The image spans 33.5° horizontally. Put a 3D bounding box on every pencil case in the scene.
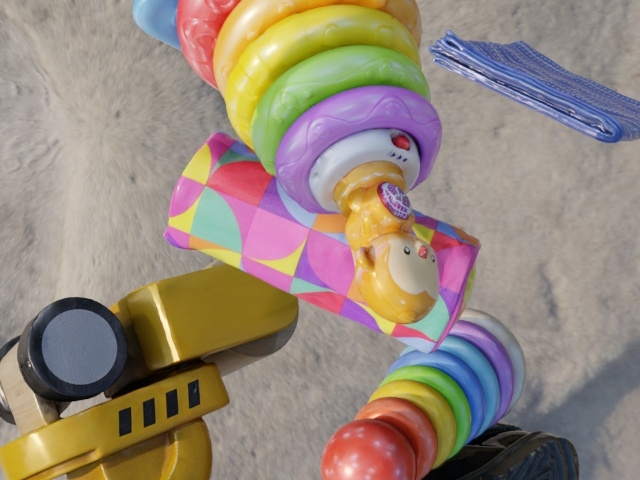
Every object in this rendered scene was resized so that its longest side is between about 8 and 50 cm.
[{"bbox_3d":[0.000,0.000,0.796,0.236,0.104,0.104,23,91,7],"label":"pencil case"}]

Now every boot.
[{"bbox_3d":[0.104,0.294,1.261,0.348,0.260,0.131,-16,109,-35],"label":"boot"}]

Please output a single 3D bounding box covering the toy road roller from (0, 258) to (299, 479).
[{"bbox_3d":[-0.164,0.168,1.081,0.330,0.202,0.240,-18,82,-33],"label":"toy road roller"}]

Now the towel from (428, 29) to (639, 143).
[{"bbox_3d":[0.292,-0.189,1.286,0.243,0.336,0.040,30,111,20],"label":"towel"}]

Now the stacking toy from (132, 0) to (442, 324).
[{"bbox_3d":[0.011,-0.077,0.665,0.166,0.301,0.175,-39,141,27],"label":"stacking toy"}]

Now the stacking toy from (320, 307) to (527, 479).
[{"bbox_3d":[0.099,0.176,1.089,0.141,0.330,0.141,7,106,27],"label":"stacking toy"}]
